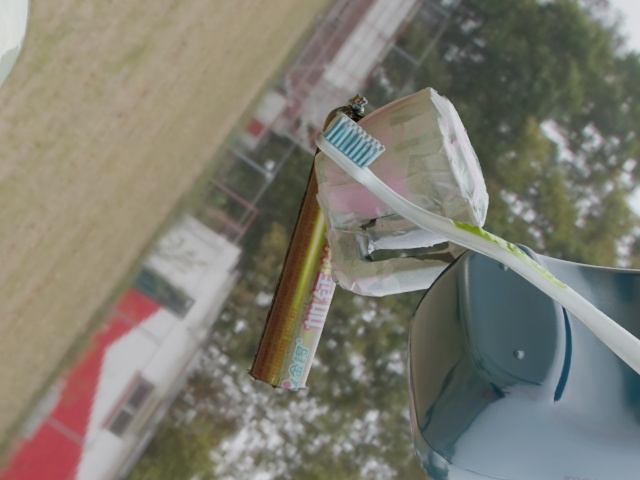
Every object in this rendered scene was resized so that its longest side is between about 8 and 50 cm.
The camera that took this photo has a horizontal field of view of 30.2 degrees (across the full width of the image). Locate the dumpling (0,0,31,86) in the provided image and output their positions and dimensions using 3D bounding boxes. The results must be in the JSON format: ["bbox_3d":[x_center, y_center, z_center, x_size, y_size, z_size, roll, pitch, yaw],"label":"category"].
[{"bbox_3d":[-0.162,-0.074,0.363,0.100,0.134,0.169,30,81,-63],"label":"dumpling"}]

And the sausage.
[{"bbox_3d":[0.000,0.000,1.467,0.082,0.082,0.371,-109,-144,-84],"label":"sausage"}]

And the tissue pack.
[{"bbox_3d":[0.215,0.131,1.033,0.206,0.287,0.198,114,-21,-47],"label":"tissue pack"}]

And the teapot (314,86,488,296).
[{"bbox_3d":[0.089,-0.038,1.295,0.178,0.221,0.163,-21,166,14],"label":"teapot"}]

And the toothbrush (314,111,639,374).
[{"bbox_3d":[0.105,0.018,0.648,0.026,0.263,0.022,-51,-174,16],"label":"toothbrush"}]
